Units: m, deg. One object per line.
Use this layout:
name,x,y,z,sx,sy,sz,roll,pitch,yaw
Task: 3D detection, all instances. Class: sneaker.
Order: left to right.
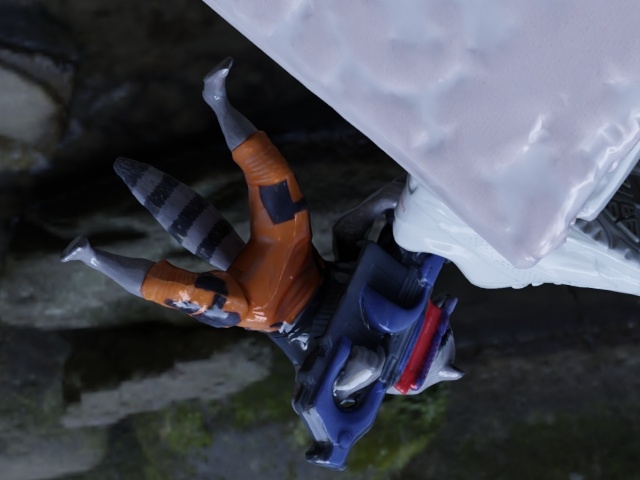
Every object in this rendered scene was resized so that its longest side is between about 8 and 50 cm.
sneaker,0.158,-0.005,0.871,0.232,0.090,0.115,19,145,-7

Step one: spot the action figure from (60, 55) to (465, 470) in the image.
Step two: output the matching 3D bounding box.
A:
action figure,0.000,0.000,1.046,0.330,0.341,0.178,41,157,-18

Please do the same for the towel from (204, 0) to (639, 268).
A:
towel,0.036,-0.204,0.391,0.053,0.317,0.332,-30,157,-48
